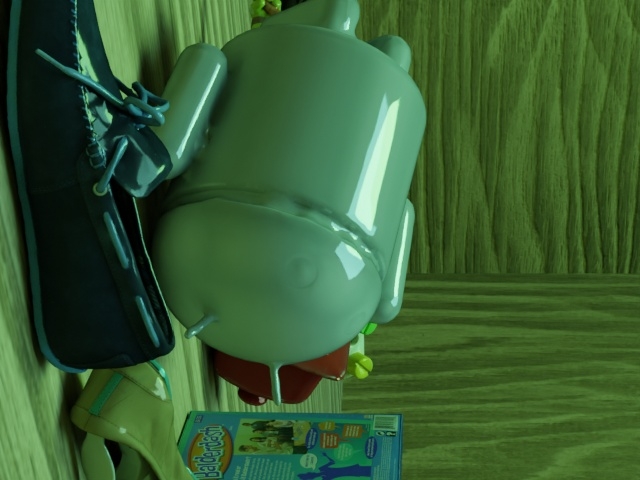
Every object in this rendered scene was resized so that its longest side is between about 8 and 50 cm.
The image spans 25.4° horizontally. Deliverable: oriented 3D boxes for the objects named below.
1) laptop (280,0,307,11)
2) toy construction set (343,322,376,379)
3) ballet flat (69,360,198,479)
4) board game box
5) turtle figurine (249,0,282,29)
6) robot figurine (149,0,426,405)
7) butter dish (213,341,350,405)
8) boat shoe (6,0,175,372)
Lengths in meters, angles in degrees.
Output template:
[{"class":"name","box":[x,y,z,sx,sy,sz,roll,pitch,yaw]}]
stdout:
[{"class":"laptop","box":[-0.073,-0.508,1.969,0.408,0.236,0.382,-58,-166,32]},{"class":"toy construction set","box":[0.000,0.000,1.712,0.215,0.151,0.327,11,87,-41]},{"class":"ballet flat","box":[-0.134,0.163,0.999,0.073,0.080,0.232,-53,152,-31]},{"class":"board game box","box":[-0.030,0.213,1.314,0.160,0.210,0.047,-76,166,-69]},{"class":"turtle figurine","box":[-0.045,-0.133,1.432,0.087,0.217,0.269,-46,-150,43]},{"class":"robot figurine","box":[-0.026,-0.043,1.227,0.300,0.200,0.353,34,58,-30]},{"class":"butter dish","box":[-0.057,0.127,1.552,0.160,0.160,0.118,-77,-171,-68]},{"class":"boat shoe","box":[-0.127,-0.047,0.839,0.109,0.089,0.258,-82,171,-61]}]
